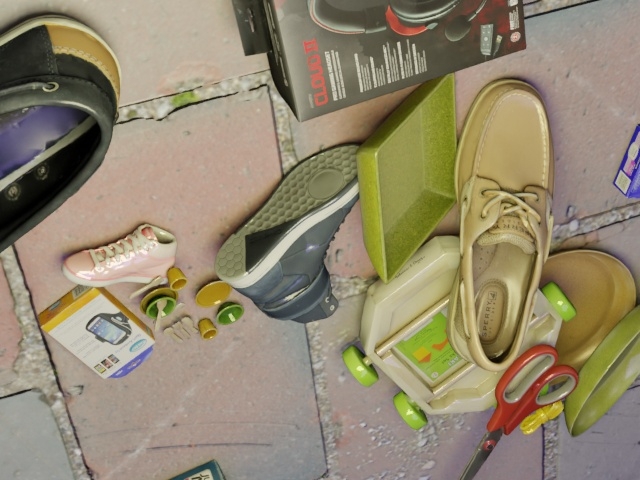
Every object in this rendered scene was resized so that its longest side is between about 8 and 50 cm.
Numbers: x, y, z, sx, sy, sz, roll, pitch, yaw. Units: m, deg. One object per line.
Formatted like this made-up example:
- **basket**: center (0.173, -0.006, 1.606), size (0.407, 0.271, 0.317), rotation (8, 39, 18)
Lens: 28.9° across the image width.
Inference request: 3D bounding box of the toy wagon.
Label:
- **toy wagon**: center (0.201, 0.138, 1.620), size (0.267, 0.068, 0.344), rotation (-38, 127, 11)

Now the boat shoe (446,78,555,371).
- **boat shoe**: center (0.220, -0.018, 1.444), size (0.122, 0.110, 0.341), rotation (3, 93, -6)

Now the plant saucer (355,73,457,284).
- **plant saucer**: center (0.096, -0.077, 1.426), size (0.188, 0.045, 0.188), rotation (-47, 143, -40)

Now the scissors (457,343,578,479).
- **scissors**: center (0.225, 0.253, 1.658), size (0.109, 0.021, 0.297), rotation (27, 114, -35)

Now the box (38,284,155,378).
- **box**: center (-0.261, 0.110, 1.484), size (0.081, 0.028, 0.136), rotation (-36, 132, 6)

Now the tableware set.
- **tableware set**: center (-0.152, 0.079, 1.479), size (0.104, 0.024, 0.154), rotation (-31, 146, 1)

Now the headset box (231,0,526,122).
- **headset box**: center (0.051, -0.266, 1.277), size (0.293, 0.110, 0.218), rotation (-18, 129, -8)

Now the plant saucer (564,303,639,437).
- **plant saucer**: center (0.410, 0.168, 1.723), size (0.241, 0.037, 0.241), rotation (-40, 155, -23)

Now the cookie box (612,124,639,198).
- **cookie box**: center (0.444, -0.099, 1.597), size (0.107, 0.040, 0.092), rotation (2, 123, -22)

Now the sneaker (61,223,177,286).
- **sneaker**: center (-0.224, 0.013, 1.411), size (0.134, 0.051, 0.070), rotation (1, 129, -31)

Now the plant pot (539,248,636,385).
- **plant pot**: center (0.318, 0.103, 1.702), size (0.236, 0.032, 0.236), rotation (-10, 126, -14)

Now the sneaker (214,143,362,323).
- **sneaker**: center (-0.001, -0.001, 1.472), size (0.226, 0.086, 0.163), rotation (-42, 138, 0)

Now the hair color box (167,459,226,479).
- **hair color box**: center (-0.261, 0.450, 1.680), size (0.347, 0.105, 0.174), rotation (-23, 130, -4)

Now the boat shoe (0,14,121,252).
- **boat shoe**: center (-0.403, -0.029, 1.247), size (0.500, 0.156, 0.187), rotation (-36, 131, 8)
